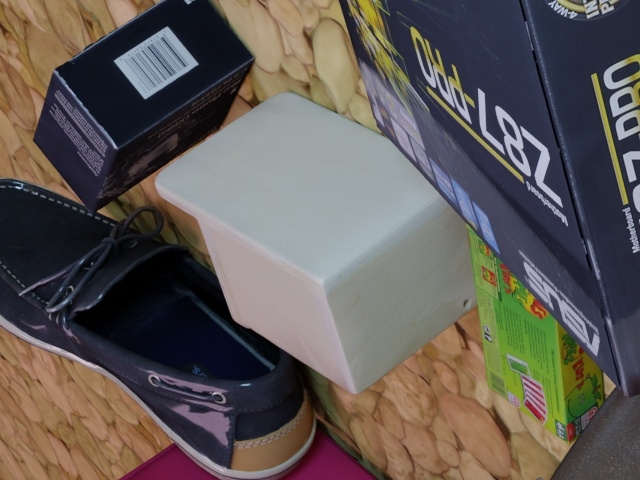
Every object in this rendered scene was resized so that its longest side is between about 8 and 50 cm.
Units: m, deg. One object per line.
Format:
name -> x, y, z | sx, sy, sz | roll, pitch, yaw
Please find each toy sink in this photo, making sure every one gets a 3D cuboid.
toy sink -> 0.000, 0.000, 1.599 | 0.234, 0.153, 0.131 | 29, 146, 44

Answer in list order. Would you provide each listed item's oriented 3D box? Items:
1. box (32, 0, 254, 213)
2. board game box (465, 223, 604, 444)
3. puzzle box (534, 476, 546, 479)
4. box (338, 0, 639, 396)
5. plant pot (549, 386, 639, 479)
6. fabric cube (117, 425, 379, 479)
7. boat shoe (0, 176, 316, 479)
box -> -0.157, -0.123, 1.728 | 0.093, 0.156, 0.158 | 51, 156, 7
board game box -> 0.165, 0.063, 1.502 | 0.092, 0.043, 0.181 | 35, 149, 38
puzzle box -> 0.298, 0.386, 1.562 | 0.409, 0.052, 0.272 | 57, 173, -9
box -> 0.100, -0.139, 1.171 | 0.395, 0.097, 0.318 | 53, 167, 55
plant pot -> 0.236, 0.184, 1.293 | 0.215, 0.230, 0.215 | 43, 154, 27
fabric cube -> -0.058, 0.353, 2.049 | 0.258, 0.254, 0.259 | 38, 152, 38
boat shoe -> -0.202, 0.058, 2.034 | 0.500, 0.187, 0.156 | 36, 145, 28
